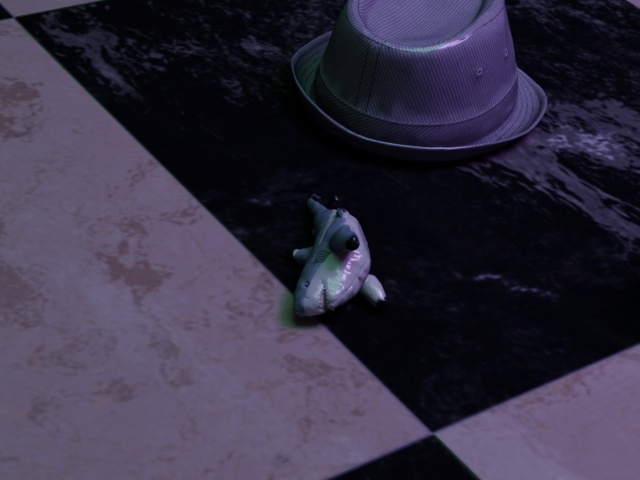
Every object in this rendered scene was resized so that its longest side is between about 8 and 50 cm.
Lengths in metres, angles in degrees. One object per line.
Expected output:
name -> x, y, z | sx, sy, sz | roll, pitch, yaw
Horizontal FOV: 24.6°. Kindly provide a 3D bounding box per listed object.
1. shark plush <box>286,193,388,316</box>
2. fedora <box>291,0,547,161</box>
shark plush -> 0.000, 0.000, 1.193 | 0.067, 0.073, 0.161 | -23, 43, 6
fedora -> 0.103, -0.190, 1.411 | 0.243, 0.124, 0.275 | 33, 42, 28
